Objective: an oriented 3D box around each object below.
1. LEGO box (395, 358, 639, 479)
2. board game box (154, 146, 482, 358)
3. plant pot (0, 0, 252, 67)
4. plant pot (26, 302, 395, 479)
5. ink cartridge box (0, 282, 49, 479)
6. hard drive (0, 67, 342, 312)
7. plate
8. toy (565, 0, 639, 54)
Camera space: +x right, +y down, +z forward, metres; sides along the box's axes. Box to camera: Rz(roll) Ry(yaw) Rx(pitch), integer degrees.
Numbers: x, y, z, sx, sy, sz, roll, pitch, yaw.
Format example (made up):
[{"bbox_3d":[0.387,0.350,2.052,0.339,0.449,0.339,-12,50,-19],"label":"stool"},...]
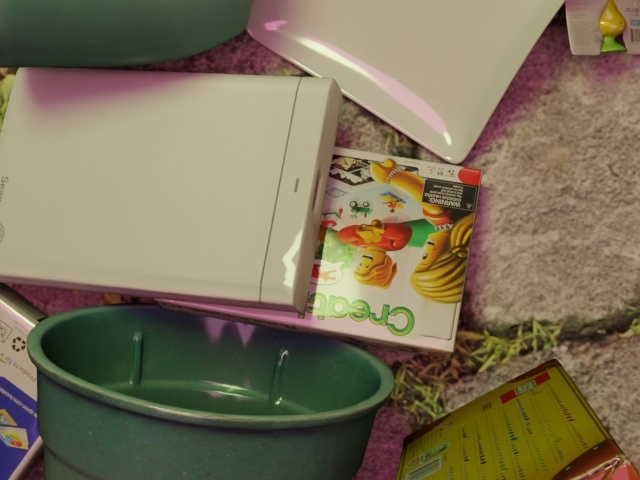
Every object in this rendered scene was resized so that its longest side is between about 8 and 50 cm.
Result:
[{"bbox_3d":[0.228,0.330,0.960,0.193,0.500,0.372,-30,88,6],"label":"LEGO box"},{"bbox_3d":[0.000,0.000,1.177,0.306,0.053,0.192,9,75,6],"label":"board game box"},{"bbox_3d":[-0.181,-0.302,1.110,0.235,0.293,0.292,4,92,-11],"label":"plant pot"},{"bbox_3d":[-0.123,0.265,1.099,0.341,0.341,0.334,10,100,6],"label":"plant pot"},{"bbox_3d":[-0.408,0.228,1.246,0.176,0.069,0.371,36,92,4],"label":"ink cartridge box"},{"bbox_3d":[-0.169,-0.059,1.158,0.353,0.047,0.232,5,74,18],"label":"hard drive"},{"bbox_3d":[0.092,-0.255,1.145,0.278,0.045,0.277,32,125,4],"label":"plate"},{"bbox_3d":[0.268,-0.301,1.151,0.056,0.137,0.237,-5,92,50],"label":"toy"}]
